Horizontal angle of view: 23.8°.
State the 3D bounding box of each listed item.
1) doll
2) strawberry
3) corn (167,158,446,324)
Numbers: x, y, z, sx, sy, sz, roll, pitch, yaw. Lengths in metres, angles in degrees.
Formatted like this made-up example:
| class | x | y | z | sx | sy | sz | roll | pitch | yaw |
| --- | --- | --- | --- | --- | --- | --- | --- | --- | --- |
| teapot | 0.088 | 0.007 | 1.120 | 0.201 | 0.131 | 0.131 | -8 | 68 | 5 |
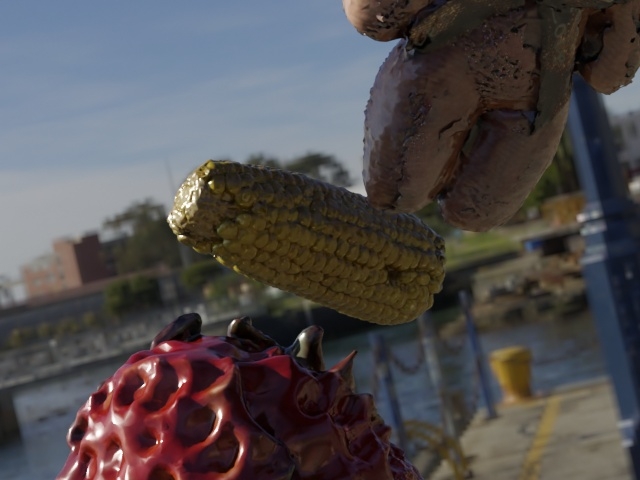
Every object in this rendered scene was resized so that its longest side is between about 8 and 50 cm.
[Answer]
| class | x | y | z | sx | sy | sz | roll | pitch | yaw |
| --- | --- | --- | --- | --- | --- | --- | --- | --- | --- |
| doll | 0.122 | -0.126 | 0.827 | 0.201 | 0.303 | 0.156 | 5 | 25 | -26 |
| strawberry | -0.054 | 0.184 | 0.848 | 0.280 | 0.253 | 0.150 | -27 | 22 | -27 |
| corn | 0.000 | 0.000 | 1.425 | 0.322 | 0.119 | 0.119 | 23 | -24 | -37 |
